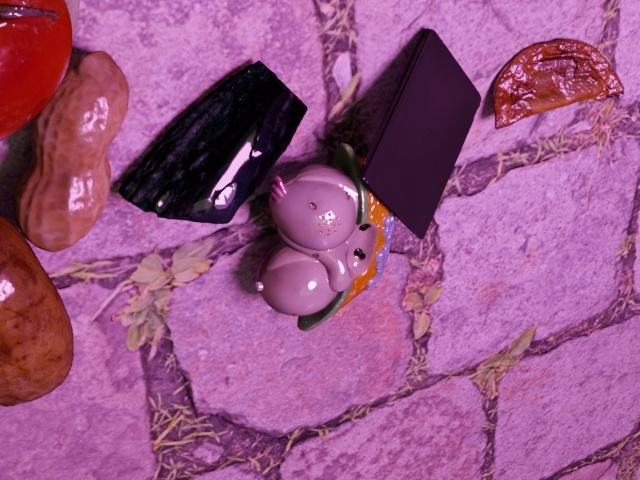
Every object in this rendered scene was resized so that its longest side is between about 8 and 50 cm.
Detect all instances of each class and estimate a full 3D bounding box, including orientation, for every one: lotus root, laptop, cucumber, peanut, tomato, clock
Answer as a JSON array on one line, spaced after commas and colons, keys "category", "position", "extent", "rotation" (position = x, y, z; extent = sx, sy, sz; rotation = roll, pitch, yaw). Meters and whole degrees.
[{"category": "lotus root", "position": [-0.313, 0.048, 0.807], "extent": [0.128, 0.145, 0.260], "rotation": [-43, 136, -29]}, {"category": "laptop", "position": [0.113, -0.115, 0.984], "extent": [0.135, 0.016, 0.197], "rotation": [42, 66, -42]}, {"category": "cucumber", "position": [-0.093, -0.082, 0.903], "extent": [0.193, 0.085, 0.115], "rotation": [-50, 129, -2]}, {"category": "peanut", "position": [-0.224, -0.080, 0.820], "extent": [0.089, 0.089, 0.193], "rotation": [8, 114, -34]}, {"category": "tomato", "position": [-0.302, -0.162, 0.669], "extent": [0.227, 0.101, 0.228], "rotation": [-2, 97, -21]}, {"category": "clock", "position": [0.000, 0.000, 0.989], "extent": [0.144, 0.103, 0.231], "rotation": [-4, 119, -27]}]

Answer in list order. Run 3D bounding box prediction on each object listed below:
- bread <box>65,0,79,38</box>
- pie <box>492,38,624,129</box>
[{"category": "bread", "position": [-0.290, -0.161, 0.760], "extent": [0.192, 0.036, 0.112], "rotation": [-19, 128, -18]}, {"category": "pie", "position": [0.282, -0.196, 1.076], "extent": [0.191, 0.033, 0.088], "rotation": [-15, 110, -20]}]
